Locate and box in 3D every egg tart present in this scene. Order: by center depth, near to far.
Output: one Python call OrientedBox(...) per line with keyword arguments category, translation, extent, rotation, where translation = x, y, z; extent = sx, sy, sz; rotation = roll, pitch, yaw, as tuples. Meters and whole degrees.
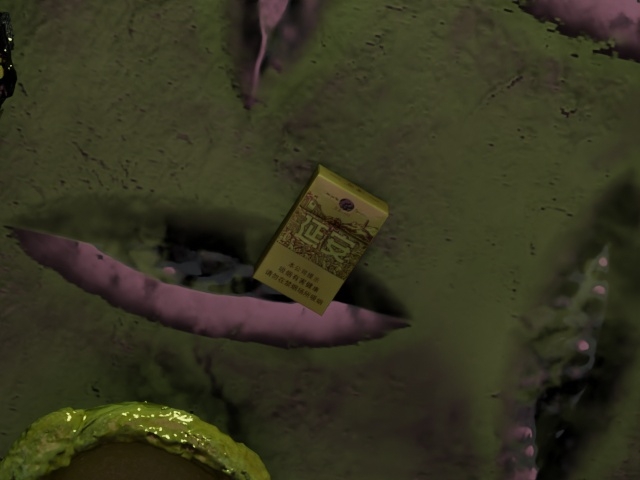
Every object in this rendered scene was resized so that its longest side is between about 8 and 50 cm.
OrientedBox(category="egg tart", translation=(-0.120, 0.180, 1.270), extent=(0.197, 0.078, 0.197), rotation=(1, 112, 2))

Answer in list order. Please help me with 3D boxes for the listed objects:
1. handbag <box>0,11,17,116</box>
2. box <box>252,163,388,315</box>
OrientedBox(category="handbag", translation=(-0.298, -0.077, 1.147), extent=(0.207, 0.127, 0.229), rotation=(28, 109, -16))
OrientedBox(category="box", translation=(0.000, 0.000, 1.228), extent=(0.053, 0.024, 0.083), rotation=(29, 111, -10))
